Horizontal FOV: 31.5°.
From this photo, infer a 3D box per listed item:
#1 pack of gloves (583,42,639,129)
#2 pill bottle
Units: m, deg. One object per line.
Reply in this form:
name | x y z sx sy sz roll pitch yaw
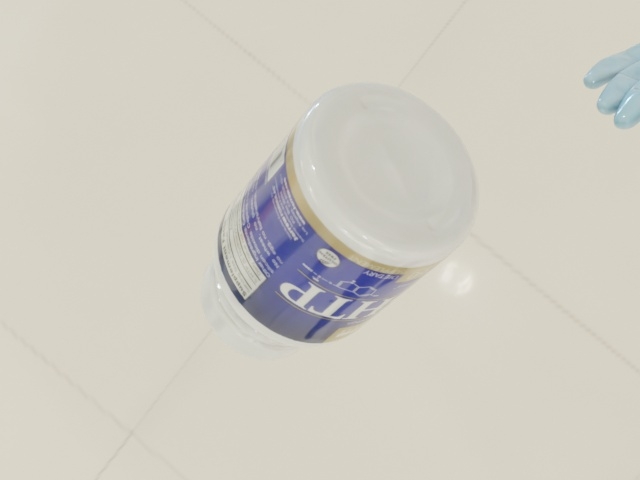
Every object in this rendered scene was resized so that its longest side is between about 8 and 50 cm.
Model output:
pack of gloves | 0.277 -0.104 0.627 0.195 0.232 0.046 32 140 36
pill bottle | 0.000 0.000 0.673 0.112 0.112 0.187 46 142 1
